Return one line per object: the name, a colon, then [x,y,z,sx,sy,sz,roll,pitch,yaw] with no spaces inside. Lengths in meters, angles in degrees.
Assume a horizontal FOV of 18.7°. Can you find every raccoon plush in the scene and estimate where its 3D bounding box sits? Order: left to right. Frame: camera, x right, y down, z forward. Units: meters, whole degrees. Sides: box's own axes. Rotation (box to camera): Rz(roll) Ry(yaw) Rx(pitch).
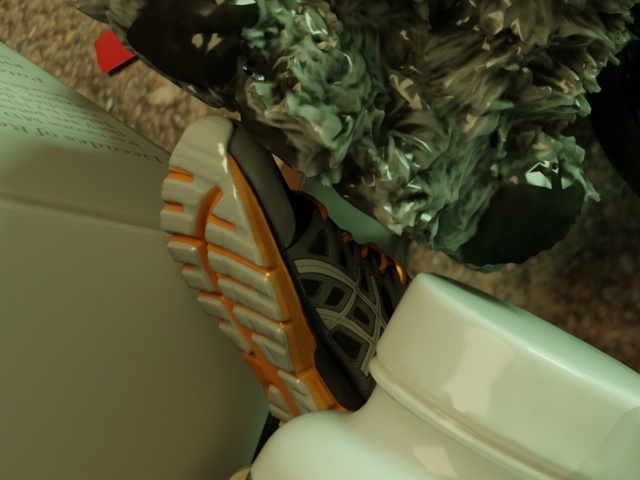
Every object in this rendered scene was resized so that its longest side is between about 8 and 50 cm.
raccoon plush: [0.034,-0.193,0.875,0.299,0.216,0.446,-56,35,6]

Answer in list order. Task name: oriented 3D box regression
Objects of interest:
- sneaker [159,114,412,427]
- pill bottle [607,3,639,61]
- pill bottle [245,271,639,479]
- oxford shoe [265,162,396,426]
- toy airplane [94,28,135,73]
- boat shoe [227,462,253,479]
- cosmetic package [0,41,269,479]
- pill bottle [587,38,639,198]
sneaker: [-0.002,0.024,0.896,0.083,0.215,0.084,-39,35,-19]
pill bottle: [0.138,-0.133,0.968,0.169,0.094,0.094,-25,52,32]
pill bottle: [0.024,0.181,0.814,0.176,0.176,0.319,35,99,48]
oxford shoe: [0.000,0.000,1.061,0.076,0.076,0.212,163,127,-74]
toy airplane: [-0.099,-0.178,1.274,0.151,0.028,0.151,-22,54,32]
boat shoe: [-0.044,0.188,0.922,0.059,0.063,0.170,8,73,53]
cosmetic package: [-0.276,0.064,1.033,0.393,0.327,0.329,33,108,49]
pill bottle: [0.222,-0.098,0.834,0.219,0.122,0.123,-40,44,37]
